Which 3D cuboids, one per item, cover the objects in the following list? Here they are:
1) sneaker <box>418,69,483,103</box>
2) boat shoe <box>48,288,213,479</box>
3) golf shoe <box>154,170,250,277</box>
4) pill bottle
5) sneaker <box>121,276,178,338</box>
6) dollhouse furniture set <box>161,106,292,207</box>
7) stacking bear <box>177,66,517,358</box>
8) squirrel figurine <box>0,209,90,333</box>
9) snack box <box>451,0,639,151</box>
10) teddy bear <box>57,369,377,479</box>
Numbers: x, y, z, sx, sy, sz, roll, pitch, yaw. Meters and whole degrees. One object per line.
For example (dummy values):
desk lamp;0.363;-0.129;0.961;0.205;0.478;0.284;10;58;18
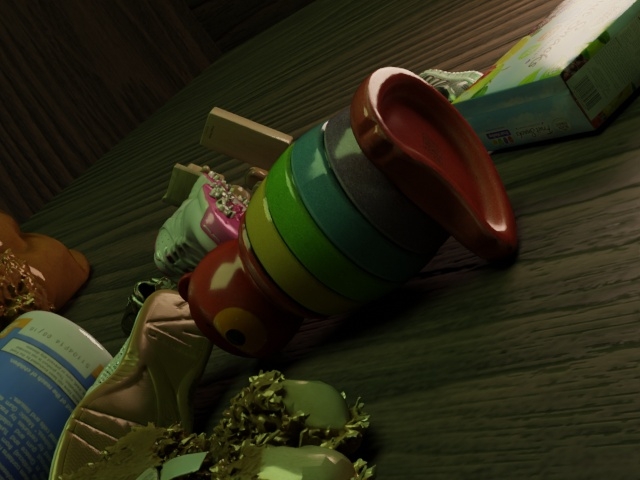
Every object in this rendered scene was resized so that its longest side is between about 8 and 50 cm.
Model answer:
sneaker;0.129;-0.154;1.316;0.075;0.063;0.170;-35;19;-21
boat shoe;-0.164;0.161;0.993;0.096;0.098;0.277;-55;7;35
golf shoe;-0.137;0.003;1.383;0.140;0.115;0.306;-47;9;1
pill bottle;-0.309;0.202;1.042;0.152;0.152;0.272;-19;22;47
sneaker;-0.192;0.072;1.328;0.066;0.071;0.188;-45;18;-29
dollhouse furniture set;-0.118;-0.117;1.594;0.123;0.144;0.151;-66;-3;-62
stacking bear;0.000;0.000;0.980;0.289;0.175;0.164;-39;23;27
squirrel figurine;-0.578;0.009;1.785;0.281;0.370;0.397;-37;15;-4
snack box;0.254;-0.179;1.107;0.207;0.070;0.174;-44;16;-22
teddy bear;-0.112;0.199;0.757;0.338;0.113;0.245;-30;22;-7
